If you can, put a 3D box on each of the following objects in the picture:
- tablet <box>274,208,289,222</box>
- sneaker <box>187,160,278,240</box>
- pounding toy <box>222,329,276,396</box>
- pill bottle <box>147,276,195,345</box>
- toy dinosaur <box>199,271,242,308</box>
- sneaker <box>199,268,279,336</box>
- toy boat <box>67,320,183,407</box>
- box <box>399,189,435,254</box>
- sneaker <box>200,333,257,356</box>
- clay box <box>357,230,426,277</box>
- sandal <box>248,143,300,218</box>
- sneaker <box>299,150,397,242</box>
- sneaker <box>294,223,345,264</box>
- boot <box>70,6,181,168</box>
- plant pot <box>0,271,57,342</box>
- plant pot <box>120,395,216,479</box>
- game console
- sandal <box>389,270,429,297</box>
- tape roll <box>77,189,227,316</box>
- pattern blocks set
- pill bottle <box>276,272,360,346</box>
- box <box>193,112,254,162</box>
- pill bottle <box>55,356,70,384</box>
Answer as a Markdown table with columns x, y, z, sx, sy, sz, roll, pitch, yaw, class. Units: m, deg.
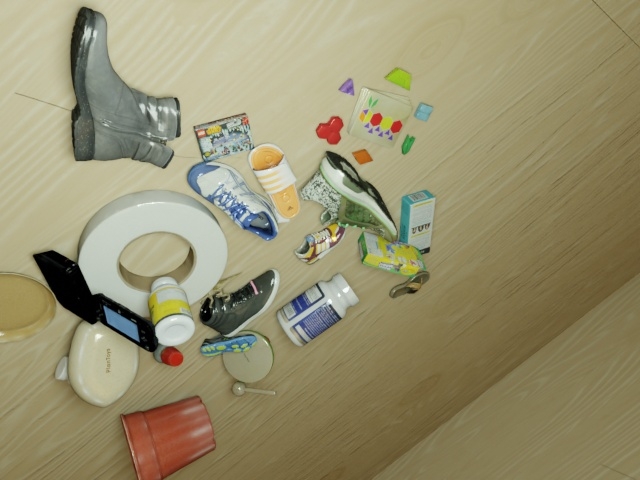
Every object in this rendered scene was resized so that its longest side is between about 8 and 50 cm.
| x | y | z | sx | sy | sz | roll | pitch | yaw | class |
| --- | --- | --- | --- | --- | --- | --- | --- | --- | --- |
| -0.131 | -0.074 | 1.402 | 0.083 | 0.006 | 0.054 | -8 | 128 | -23 | tablet |
| -0.218 | -0.103 | 1.247 | 0.296 | 0.131 | 0.112 | 32 | 108 | -38 | sneaker |
| -0.238 | 0.423 | 1.648 | 0.183 | 0.110 | 0.236 | -6 | 94 | 12 | pounding toy |
| -0.401 | 0.182 | 1.233 | 0.103 | 0.184 | 0.103 | -15 | 130 | -18 | pill bottle |
| -0.313 | 0.147 | 1.415 | 0.183 | 0.092 | 0.053 | -28 | 138 | -12 | toy dinosaur |
| -0.262 | 0.188 | 1.463 | 0.296 | 0.104 | 0.147 | -45 | 138 | 15 | sneaker |
| -0.578 | 0.351 | 1.383 | 0.318 | 0.148 | 0.267 | 7 | 86 | -37 | toy boat |
| 0.337 | -0.052 | 1.635 | 0.101 | 0.060 | 0.244 | -17 | 131 | -15 | box |
| -0.309 | 0.338 | 1.562 | 0.188 | 0.078 | 0.067 | -9 | 126 | -1 | sneaker |
| 0.242 | 0.051 | 1.572 | 0.222 | 0.127 | 0.053 | 17 | 125 | -16 | clay box |
| -0.108 | -0.153 | 1.302 | 0.102 | 0.076 | 0.265 | -31 | 131 | -5 | sandal |
| 0.088 | -0.100 | 1.433 | 0.182 | 0.158 | 0.410 | -34 | 131 | 20 | sneaker |
| 0.000 | 0.000 | 1.487 | 0.185 | 0.069 | 0.084 | -45 | 138 | 8 | sneaker |
| -0.414 | -0.316 | 1.007 | 0.223 | 0.118 | 0.338 | -3 | 136 | -30 | boot |
| -0.816 | 0.169 | 1.201 | 0.236 | 0.032 | 0.236 | -15 | 130 | -19 | plant pot |
| -0.524 | 0.688 | 1.618 | 0.265 | 0.272 | 0.272 | -14 | 130 | -29 | plant pot |
| -0.550 | 0.160 | 1.154 | 0.044 | 0.361 | 0.213 | -51 | 156 | -39 | game console |
| 0.359 | 0.185 | 1.838 | 0.180 | 0.049 | 0.072 | -27 | 133 | -7 | sandal |
| -0.451 | 0.046 | 1.276 | 0.392 | 0.072 | 0.392 | -15 | 131 | -19 | tape roll |
| 0.167 | -0.353 | 1.335 | 0.325 | 0.026 | 0.285 | 18 | 114 | -37 | pattern blocks set |
| -0.006 | 0.236 | 1.607 | 0.265 | 0.153 | 0.153 | -34 | 133 | 0 | pill bottle |
| -0.244 | -0.262 | 1.182 | 0.137 | 0.027 | 0.094 | -20 | 130 | -14 | box |
| -0.703 | 0.399 | 1.400 | 0.160 | 0.087 | 0.087 | 29 | 107 | -40 | pill bottle |
